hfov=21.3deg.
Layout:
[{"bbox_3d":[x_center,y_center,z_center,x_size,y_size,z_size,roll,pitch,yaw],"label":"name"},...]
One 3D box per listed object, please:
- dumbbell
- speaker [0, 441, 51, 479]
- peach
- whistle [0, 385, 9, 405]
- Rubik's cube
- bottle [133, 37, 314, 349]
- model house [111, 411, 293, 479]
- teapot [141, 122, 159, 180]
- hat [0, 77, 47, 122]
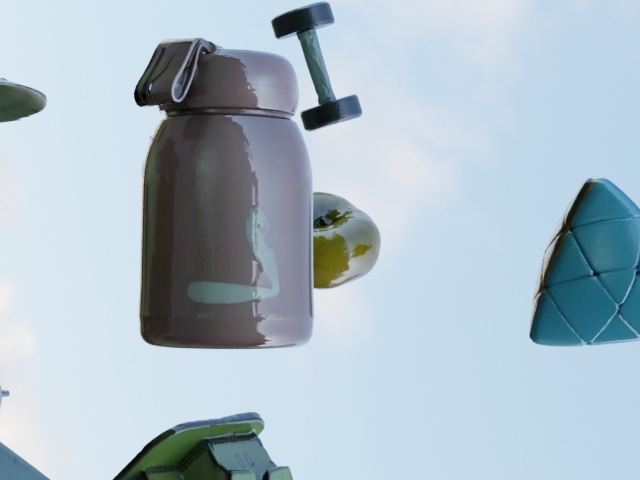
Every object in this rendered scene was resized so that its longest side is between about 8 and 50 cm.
[{"bbox_3d":[-0.006,-0.273,2.682,0.100,0.100,0.191,-12,-84,69],"label":"dumbbell"},{"bbox_3d":[-0.523,0.289,2.028,0.406,0.183,0.184,38,-58,-7],"label":"speaker"},{"bbox_3d":[0.000,0.000,2.515,0.179,0.179,0.103,48,-32,47],"label":"peach"},{"bbox_3d":[-0.400,0.157,1.652,0.107,0.220,0.057,7,-87,49],"label":"whistle"},{"bbox_3d":[0.396,0.078,2.331,0.254,0.254,0.254,51,-30,44],"label":"Rubik's cube"},{"bbox_3d":[-0.099,-0.043,1.650,0.173,0.206,0.296,1,-91,34],"label":"bottle"},{"bbox_3d":[-0.119,0.375,1.993,0.218,0.205,0.278,-45,-115,29],"label":"model house"},{"bbox_3d":[-0.147,-0.110,2.076,0.119,0.166,0.130,60,-6,-4],"label":"teapot"},{"bbox_3d":[-0.387,-0.176,1.618,0.252,0.252,0.110,161,-75,-69],"label":"hat"}]
